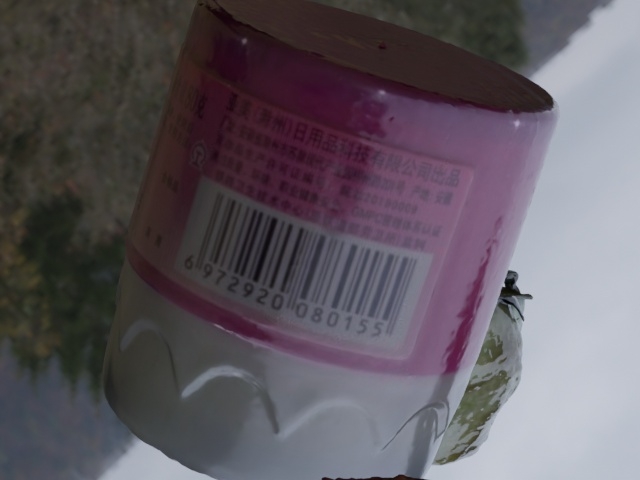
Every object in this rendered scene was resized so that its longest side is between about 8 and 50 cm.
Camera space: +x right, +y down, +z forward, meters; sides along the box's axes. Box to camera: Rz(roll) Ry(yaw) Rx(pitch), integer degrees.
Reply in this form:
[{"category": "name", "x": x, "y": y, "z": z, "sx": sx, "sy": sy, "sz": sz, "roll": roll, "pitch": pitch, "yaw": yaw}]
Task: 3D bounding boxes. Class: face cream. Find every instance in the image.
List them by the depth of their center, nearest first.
[{"category": "face cream", "x": 0.000, "y": 0.000, "z": 0.751, "sx": 0.175, "sy": 0.175, "sz": 0.195, "roll": -68, "pitch": 177, "yaw": -74}]

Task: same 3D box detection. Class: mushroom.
[{"category": "mushroom", "x": 0.056, "y": 0.107, "z": 1.339, "sx": 0.189, "sy": 0.164, "sz": 0.267, "roll": -7, "pitch": -173, "yaw": -32}]

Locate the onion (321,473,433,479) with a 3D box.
[{"category": "onion", "x": 0.013, "y": 0.113, "z": 0.340, "sx": 0.131, "sy": 0.131, "sz": 0.131, "roll": -41, "pitch": -173, "yaw": 6}]
